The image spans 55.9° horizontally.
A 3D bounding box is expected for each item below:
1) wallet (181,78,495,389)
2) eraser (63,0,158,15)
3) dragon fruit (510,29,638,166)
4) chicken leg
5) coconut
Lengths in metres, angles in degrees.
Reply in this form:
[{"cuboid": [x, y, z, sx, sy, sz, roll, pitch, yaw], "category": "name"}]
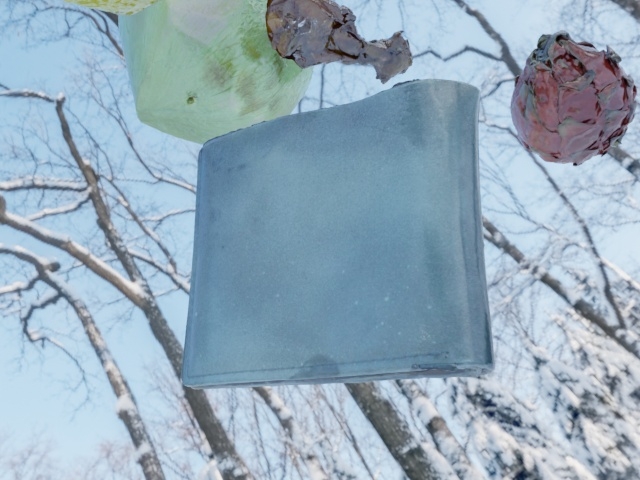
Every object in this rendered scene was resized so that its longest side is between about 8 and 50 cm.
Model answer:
[{"cuboid": [0.000, -0.001, 0.522, 0.291, 0.251, 0.054, -10, -26, 26], "category": "wallet"}, {"cuboid": [-0.071, -0.167, 0.266, 0.045, 0.123, 0.097, -10, -87, -53], "category": "eraser"}, {"cuboid": [0.515, -0.293, 1.247, 0.245, 0.244, 0.298, -32, -61, -6], "category": "dragon fruit"}, {"cuboid": [0.033, -0.301, 0.918, 0.305, 0.093, 0.113, 4, -73, -46], "category": "chicken leg"}, {"cuboid": [-0.178, -0.296, 0.989, 0.329, 0.281, 0.328, -23, -56, -40], "category": "coconut"}]
